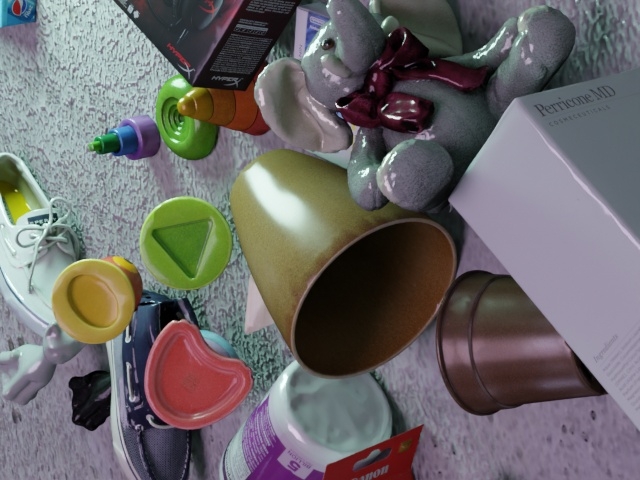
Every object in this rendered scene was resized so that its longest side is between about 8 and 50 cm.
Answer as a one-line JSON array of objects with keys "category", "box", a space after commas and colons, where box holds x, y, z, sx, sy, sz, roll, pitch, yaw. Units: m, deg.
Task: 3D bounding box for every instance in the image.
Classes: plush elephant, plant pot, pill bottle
[{"category": "plush elephant", "box": [0.082, -0.170, 1.556, 0.255, 0.272, 0.330, 42, 169, 8]}, {"category": "plant pot", "box": [0.241, 0.110, 1.579, 0.165, 0.167, 0.167, -6, 99, 43]}, {"category": "plant pot", "box": [0.000, 0.000, 1.775, 0.254, 0.237, 0.237, 47, 135, 38]}, {"category": "pill bottle", "box": [-0.038, 0.299, 1.956, 0.169, 0.169, 0.301, 55, 138, 20]}]

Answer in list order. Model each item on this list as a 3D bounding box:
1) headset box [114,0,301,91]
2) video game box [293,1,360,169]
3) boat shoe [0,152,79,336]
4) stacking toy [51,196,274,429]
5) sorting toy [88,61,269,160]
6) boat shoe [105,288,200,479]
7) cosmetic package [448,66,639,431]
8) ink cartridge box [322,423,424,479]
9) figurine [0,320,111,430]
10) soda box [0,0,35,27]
[{"category": "headset box", "box": [-0.118, -0.370, 1.809, 0.218, 0.110, 0.293, 48, 119, 25]}, {"category": "video game box", "box": [0.044, -0.181, 1.784, 0.205, 0.048, 0.187, 27, 125, 41]}, {"category": "boat shoe", "box": [-0.469, -0.007, 2.396, 0.367, 0.136, 0.156, 60, 137, 30]}, {"category": "stacking toy", "box": [-0.192, 0.094, 2.063, 0.279, 0.130, 0.309, -44, 89, 8]}, {"category": "sorting toy", "box": [-0.217, -0.171, 2.031, 0.365, 0.126, 0.127, -14, 92, 50]}, {"category": "boat shoe", "box": [-0.244, 0.240, 2.204, 0.158, 0.127, 0.341, -8, 95, 56]}, {"category": "cosmetic package", "box": [0.334, 0.026, 1.390, 0.385, 0.217, 0.156, 52, 136, 20]}, {"category": "ink cartridge box", "box": [0.063, 0.362, 1.853, 0.056, 0.181, 0.225, 39, 128, 34]}, {"category": "figurine", "box": [-0.393, 0.208, 2.328, 0.209, 0.215, 0.092, -36, 39, 44]}, {"category": "soda box", "box": [-0.557, -0.422, 2.383, 0.210, 0.067, 0.071, 31, 125, 38]}]
